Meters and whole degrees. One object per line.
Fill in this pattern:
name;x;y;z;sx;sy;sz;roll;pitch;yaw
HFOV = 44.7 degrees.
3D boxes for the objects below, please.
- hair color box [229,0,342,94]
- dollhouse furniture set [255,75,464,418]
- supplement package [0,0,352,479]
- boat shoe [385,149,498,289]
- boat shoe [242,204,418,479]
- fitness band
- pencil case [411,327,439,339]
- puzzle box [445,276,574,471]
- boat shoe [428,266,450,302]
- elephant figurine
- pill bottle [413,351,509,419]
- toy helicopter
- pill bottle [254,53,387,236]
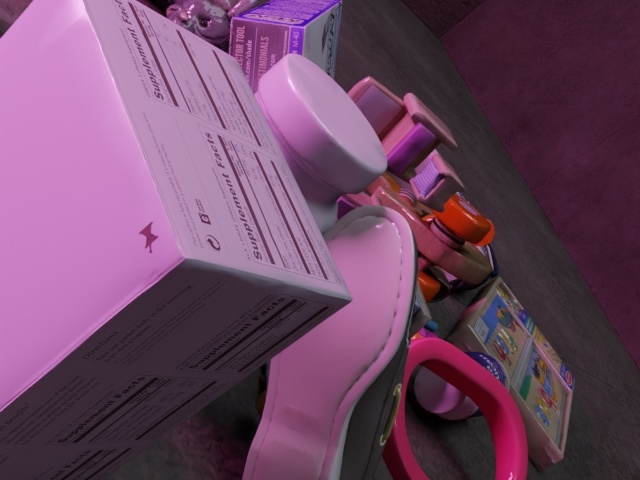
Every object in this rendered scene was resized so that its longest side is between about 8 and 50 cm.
hair color box;-0.047;-0.259;1.177;0.110;0.185;0.339;10;24;8
dollhouse furniture set;0.000;0.000;0.786;0.198;0.286;0.303;32;26;-26
supplement package;-0.153;0.014;0.477;0.145;0.262;0.204;19;39;-55
boat shoe;0.244;-0.049;1.566;0.158;0.127;0.341;20;46;-63
boat shoe;0.017;0.119;0.663;0.109;0.305;0.091;20;5;29
fitness band;0.160;0.240;0.935;0.291;0.054;0.209;38;48;-33
pencil case;0.056;0.068;1.029;0.236;0.104;0.104;56;22;5
puzzle box;0.371;0.229;1.465;0.272;0.052;0.409;55;22;3
boat shoe;0.136;0.065;1.225;0.207;0.073;0.073;21;32;-39
elephant figurine;-0.174;-0.339;1.137;0.169;0.186;0.240;78;-14;-79
pill bottle;0.198;0.205;1.104;0.169;0.094;0.094;13;45;-58
toy helicopter;0.123;-0.063;1.178;0.355;0.140;0.235;45;20;26
pill bottle;-0.081;-0.031;0.681;0.153;0.264;0.153;42;24;-24
